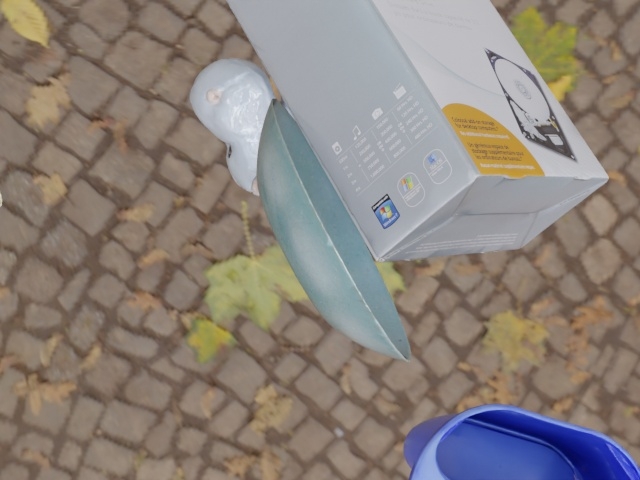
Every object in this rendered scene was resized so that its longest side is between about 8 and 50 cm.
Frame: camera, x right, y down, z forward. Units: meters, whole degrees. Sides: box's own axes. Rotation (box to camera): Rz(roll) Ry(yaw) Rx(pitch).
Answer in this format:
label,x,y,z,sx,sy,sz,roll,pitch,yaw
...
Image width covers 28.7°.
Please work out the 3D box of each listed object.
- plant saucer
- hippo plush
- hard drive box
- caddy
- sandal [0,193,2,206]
label,x,y,z,sx,sy,sz,roll,pitch,yaw
plant saucer,0.000,0.000,0.824,0.037,0.195,0.195,-27,108,6
hippo plush,-0.022,-0.167,1.508,0.236,0.234,0.294,-35,107,5
hard drive box,0.059,-0.108,0.821,0.089,0.232,0.181,-42,159,30
caddy,0.245,0.334,1.526,0.341,0.179,0.241,18,77,-18
sandal,-0.404,-0.039,1.427,0.079,0.240,0.088,7,119,-19
